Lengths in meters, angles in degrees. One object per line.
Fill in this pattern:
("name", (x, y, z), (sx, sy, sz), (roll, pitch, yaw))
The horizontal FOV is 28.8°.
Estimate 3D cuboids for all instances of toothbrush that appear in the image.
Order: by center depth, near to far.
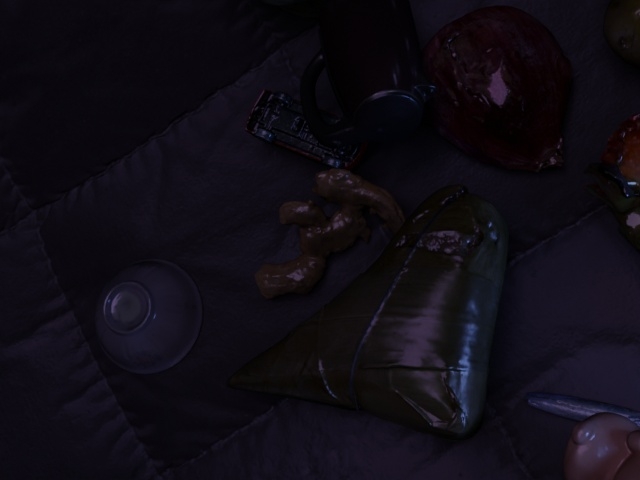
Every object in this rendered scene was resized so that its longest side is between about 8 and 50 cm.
("toothbrush", (0.481, 0.258, 1.703), (0.414, 0.042, 0.035), (10, 80, 21))

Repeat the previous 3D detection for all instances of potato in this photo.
("potato", (0.508, -0.309, 1.775), (0.200, 0.137, 0.154), (25, 85, 22))

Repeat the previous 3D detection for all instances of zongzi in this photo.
("zongzi", (0.073, 0.083, 1.806), (0.393, 0.174, 0.356), (8, 75, 25))

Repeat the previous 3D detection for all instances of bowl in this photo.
("bowl", (-0.286, 0.110, 1.949), (0.189, 0.086, 0.189), (-4, 75, 16))

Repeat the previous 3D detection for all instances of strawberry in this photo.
("strawberry", (0.520, -0.093, 1.743), (0.306, 0.138, 0.233), (-34, 87, -20))

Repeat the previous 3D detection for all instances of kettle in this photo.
("kettle", (0.060, -0.249, 1.838), (0.202, 0.144, 0.232), (-19, 50, 12))

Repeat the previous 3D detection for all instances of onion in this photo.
("onion", (0.266, -0.222, 1.840), (0.227, 0.120, 0.283), (-39, 69, 10))

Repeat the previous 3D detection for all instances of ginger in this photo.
("ginger", (-0.007, -0.014, 1.887), (0.259, 0.065, 0.149), (-33, 101, 15))

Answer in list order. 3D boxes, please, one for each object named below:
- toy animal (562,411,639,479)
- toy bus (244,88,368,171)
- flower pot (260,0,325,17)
("toy animal", (0.419, 0.316, 1.631), (0.198, 0.171, 0.171), (35, 89, 28))
("toy bus", (-0.014, -0.162, 1.927), (0.195, 0.089, 0.081), (22, 84, 21))
("flower pot", (-0.038, -0.485, 1.931), (0.308, 0.244, 0.307), (-5, 75, 18))
